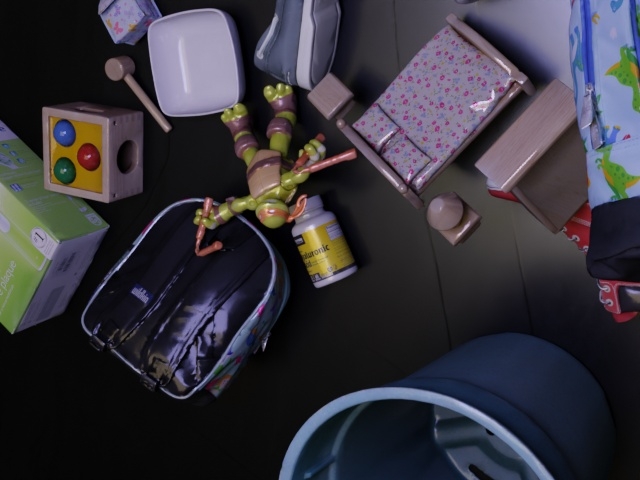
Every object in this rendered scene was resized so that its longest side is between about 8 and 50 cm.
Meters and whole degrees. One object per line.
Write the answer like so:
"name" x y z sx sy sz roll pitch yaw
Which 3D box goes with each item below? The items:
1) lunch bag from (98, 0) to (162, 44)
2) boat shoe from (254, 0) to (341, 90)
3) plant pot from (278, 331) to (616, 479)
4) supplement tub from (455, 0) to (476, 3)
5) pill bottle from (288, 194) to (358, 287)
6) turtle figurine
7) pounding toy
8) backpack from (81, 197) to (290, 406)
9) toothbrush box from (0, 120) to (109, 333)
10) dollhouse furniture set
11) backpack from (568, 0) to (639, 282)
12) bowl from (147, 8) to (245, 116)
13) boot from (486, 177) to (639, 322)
"lunch bag" -0.279 -0.333 1.411 0.071 0.053 0.083 -34 76 30
"boat shoe" -0.026 -0.349 1.228 0.099 0.116 0.319 17 116 21
"plant pot" 0.181 0.276 1.147 0.341 0.334 0.341 8 106 28
"supplement tub" 0.165 -0.375 1.111 0.117 0.117 0.190 -25 89 32
"pill bottle" 0.000 0.000 1.334 0.065 0.065 0.116 -23 90 32
"turtle figurine" -0.057 -0.097 1.270 0.269 0.087 0.217 -32 47 30
"pounding toy" -0.317 -0.166 1.452 0.181 0.094 0.206 12 109 26
"backpack" -0.168 0.078 1.363 0.225 0.191 0.253 33 89 18
"toothbrush box" -0.506 -0.027 1.581 0.283 0.122 0.206 43 119 15
"dollhouse furniture set" 0.161 -0.189 1.089 0.303 0.174 0.355 -47 59 8
"backpack" 0.349 -0.170 0.831 0.290 0.273 0.355 -4 69 -6
"bowl" -0.164 -0.247 1.368 0.142 0.053 0.142 -2 102 31
"boot" 0.306 0.003 1.153 0.244 0.088 0.176 12 110 23
